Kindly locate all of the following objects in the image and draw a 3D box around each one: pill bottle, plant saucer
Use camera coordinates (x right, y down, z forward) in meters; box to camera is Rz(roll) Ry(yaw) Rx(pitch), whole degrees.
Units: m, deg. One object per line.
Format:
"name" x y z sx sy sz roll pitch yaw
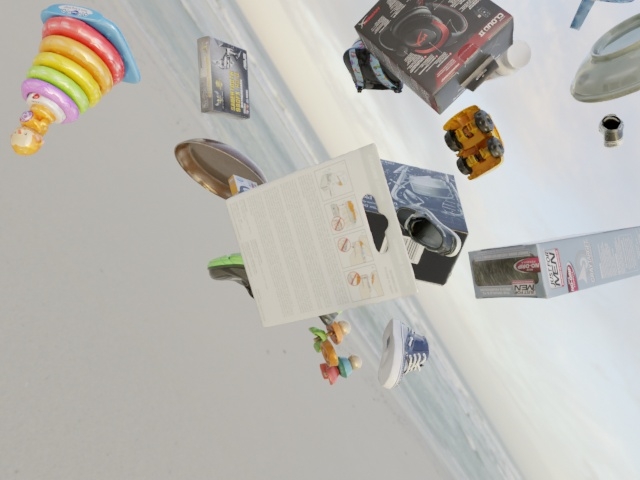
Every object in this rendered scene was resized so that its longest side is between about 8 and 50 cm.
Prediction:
"pill bottle" 0.644 -0.643 1.698 0.121 0.121 0.216 57 -5 -15
"plant saucer" 0.918 -0.570 1.391 0.100 0.400 0.400 48 9 -20
"plant saucer" -0.276 -0.201 1.392 0.310 0.050 0.310 22 -20 9

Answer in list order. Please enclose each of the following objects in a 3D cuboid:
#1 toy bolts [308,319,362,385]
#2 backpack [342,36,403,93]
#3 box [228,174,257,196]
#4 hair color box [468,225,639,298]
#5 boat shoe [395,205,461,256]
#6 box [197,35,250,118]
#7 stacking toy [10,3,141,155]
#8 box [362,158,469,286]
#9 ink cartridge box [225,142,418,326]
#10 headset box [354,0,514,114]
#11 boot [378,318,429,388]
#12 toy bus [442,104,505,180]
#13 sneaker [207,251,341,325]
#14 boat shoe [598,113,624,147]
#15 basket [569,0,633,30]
"toy bolts" 0.080 0.424 1.801 0.218 0.158 0.228 -158 -129 -68
"backpack" 0.147 -0.491 1.292 0.173 0.158 0.117 40 64 -58
"box" -0.192 -0.117 1.247 0.081 0.028 0.136 15 46 -46
"hair color box" 0.539 0.047 1.066 0.185 0.374 0.113 -14 -96 61
"boat shoe" 0.346 -0.047 1.628 0.091 0.114 0.302 13 15 -38
"box" -0.312 -0.522 1.553 0.183 0.056 0.231 -8 96 -59
"stacking toy" -0.498 -0.285 0.908 0.166 0.175 0.302 86 20 -62
"box" 0.333 -0.103 2.057 0.472 0.480 0.297 -81 -176 -55
"ink cartridge box" 0.000 0.000 1.023 0.091 0.385 0.308 -15 88 -62
"headset box" 0.254 -0.439 1.039 0.293 0.218 0.110 49 10 22
"boot" 0.161 0.215 0.877 0.086 0.069 0.190 27 25 0
"toy bus" 0.538 -0.316 1.584 0.211 0.149 0.220 -4 69 -48
"sneaker" -0.155 0.156 1.522 0.185 0.483 0.202 4 99 -74
"boat shoe" 0.987 -0.390 1.610 0.219 0.078 0.070 -58 134 -50
"basket" 0.637 -0.640 1.038 0.201 0.255 0.289 22 1 19
